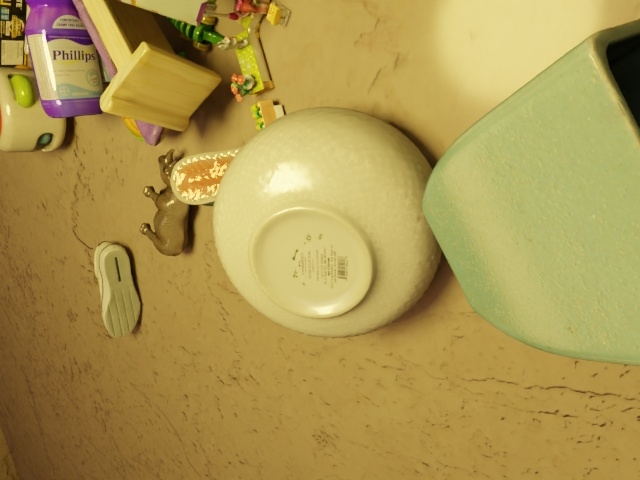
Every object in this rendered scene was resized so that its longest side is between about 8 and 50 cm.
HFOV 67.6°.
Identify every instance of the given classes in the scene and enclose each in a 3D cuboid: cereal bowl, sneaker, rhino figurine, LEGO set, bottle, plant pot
[{"bbox_3d":[0.000,0.000,0.655,0.338,0.141,0.339,6,116,12],"label":"cereal bowl"},{"bbox_3d":[-0.086,-0.106,0.790,0.301,0.121,0.108,1,93,17],"label":"sneaker"},{"bbox_3d":[-0.308,-0.075,0.981,0.106,0.073,0.244,33,123,28],"label":"rhino figurine"},{"bbox_3d":[-0.113,-0.306,0.717,0.132,0.107,0.287,30,123,25],"label":"LEGO set"},{"bbox_3d":[-0.521,0.121,1.222,0.091,0.094,0.258,30,121,47],"label":"sneaker"},{"bbox_3d":[-0.501,-0.386,0.925,0.092,0.118,0.283,10,112,32],"label":"bottle"},{"bbox_3d":[0.250,-0.036,0.468,0.252,0.247,0.247,-25,92,57],"label":"plant pot"}]

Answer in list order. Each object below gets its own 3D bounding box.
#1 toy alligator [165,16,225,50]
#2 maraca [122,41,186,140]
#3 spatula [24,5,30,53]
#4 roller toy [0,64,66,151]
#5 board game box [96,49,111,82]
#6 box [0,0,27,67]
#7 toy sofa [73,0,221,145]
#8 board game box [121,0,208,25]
[{"bbox_3d":[-0.237,-0.380,0.819,0.189,0.051,0.056,40,126,19],"label":"toy alligator"},{"bbox_3d":[-0.307,-0.274,0.888,0.127,0.099,0.186,37,108,15],"label":"maraca"},{"bbox_3d":[-0.598,-0.521,1.023,0.168,0.019,0.242,20,105,32],"label":"spatula"},{"bbox_3d":[-0.701,-0.309,1.140,0.209,0.146,0.191,30,118,35],"label":"roller toy"},{"bbox_3d":[-0.522,-0.415,1.032,0.211,0.039,0.160,5,110,35],"label":"board game box"},{"bbox_3d":[-0.832,-0.622,1.163,0.322,0.079,0.257,42,129,17],"label":"box"},{"bbox_3d":[-0.332,-0.337,0.759,0.177,0.150,0.363,-38,72,23],"label":"toy sofa"},{"bbox_3d":[-0.233,-0.448,0.656,0.144,0.142,0.275,-54,44,38],"label":"board game box"}]
